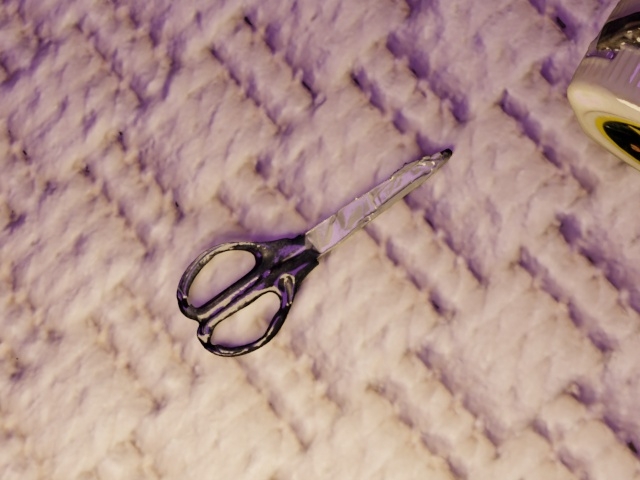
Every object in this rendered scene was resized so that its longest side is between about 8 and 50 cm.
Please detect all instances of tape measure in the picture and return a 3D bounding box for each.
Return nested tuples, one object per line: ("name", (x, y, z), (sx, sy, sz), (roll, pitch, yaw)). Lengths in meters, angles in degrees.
("tape measure", (0.351, -0.104, 1.380), (0.271, 0.231, 0.133), (32, 85, 20))

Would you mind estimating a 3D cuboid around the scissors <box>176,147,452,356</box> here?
("scissors", (0.000, 0.000, 1.567), (0.300, 0.022, 0.109), (-34, 75, 6))
